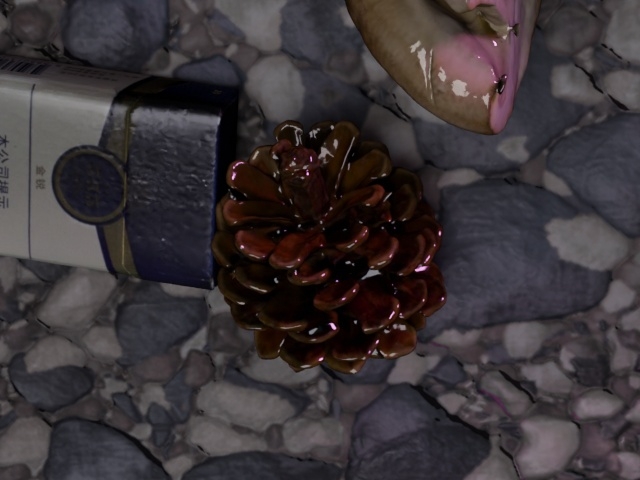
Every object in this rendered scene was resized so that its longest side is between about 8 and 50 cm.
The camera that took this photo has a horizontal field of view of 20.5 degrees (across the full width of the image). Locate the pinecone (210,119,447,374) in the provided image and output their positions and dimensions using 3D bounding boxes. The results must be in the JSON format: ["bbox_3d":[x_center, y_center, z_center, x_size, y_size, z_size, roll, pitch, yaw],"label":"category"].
[{"bbox_3d":[-0.001,-0.001,1.393,0.185,0.168,0.212,-42,130,-10],"label":"pinecone"}]

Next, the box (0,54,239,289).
[{"bbox_3d":[-0.198,-0.060,1.474,0.259,0.071,0.168,9,114,11],"label":"box"}]

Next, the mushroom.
[{"bbox_3d":[0.078,-0.223,1.306,0.151,0.156,0.286,5,101,24],"label":"mushroom"}]
